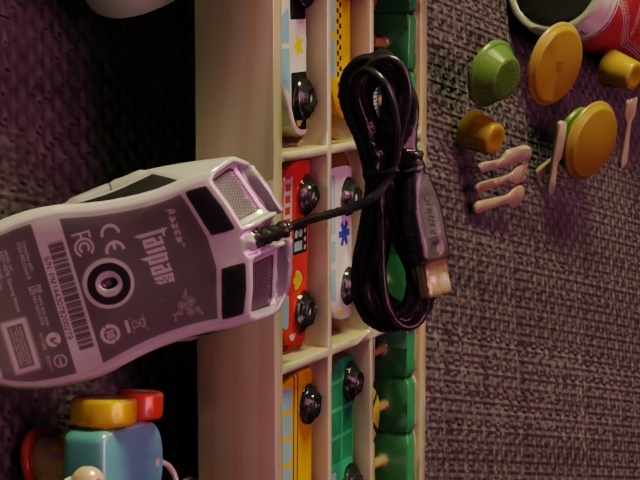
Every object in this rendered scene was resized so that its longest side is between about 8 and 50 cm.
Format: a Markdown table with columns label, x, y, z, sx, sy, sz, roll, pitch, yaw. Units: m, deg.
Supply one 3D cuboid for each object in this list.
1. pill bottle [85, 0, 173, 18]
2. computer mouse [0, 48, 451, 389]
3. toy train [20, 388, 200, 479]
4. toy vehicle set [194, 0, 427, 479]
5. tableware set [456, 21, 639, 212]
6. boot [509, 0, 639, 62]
| label | x | y | z | sx | sy | sz | roll | pitch | yaw |
| --- | --- | --- | --- | --- | --- | --- | --- | --- | --- |
| pill bottle | -0.094 | -0.158 | 0.747 | 0.137 | 0.078 | 0.078 | 60 | 38 | -38 |
| computer mouse | -0.049 | 0.001 | 0.727 | 0.042 | 0.193 | 0.106 | -117 | -168 | -78 |
| toy train | -0.096 | 0.132 | 0.720 | 0.166 | 0.046 | 0.125 | -68 | 152 | -45 |
| toy vehicle set | 0.000 | 0.000 | 0.830 | 0.166 | 0.035 | 0.266 | -18 | 109 | -65 |
| tableware set | 0.130 | -0.077 | 1.088 | 0.154 | 0.024 | 0.104 | -17 | 122 | -43 |
| boot | 0.186 | -0.228 | 1.185 | 0.176 | 0.088 | 0.244 | 10 | 83 | -56 |
